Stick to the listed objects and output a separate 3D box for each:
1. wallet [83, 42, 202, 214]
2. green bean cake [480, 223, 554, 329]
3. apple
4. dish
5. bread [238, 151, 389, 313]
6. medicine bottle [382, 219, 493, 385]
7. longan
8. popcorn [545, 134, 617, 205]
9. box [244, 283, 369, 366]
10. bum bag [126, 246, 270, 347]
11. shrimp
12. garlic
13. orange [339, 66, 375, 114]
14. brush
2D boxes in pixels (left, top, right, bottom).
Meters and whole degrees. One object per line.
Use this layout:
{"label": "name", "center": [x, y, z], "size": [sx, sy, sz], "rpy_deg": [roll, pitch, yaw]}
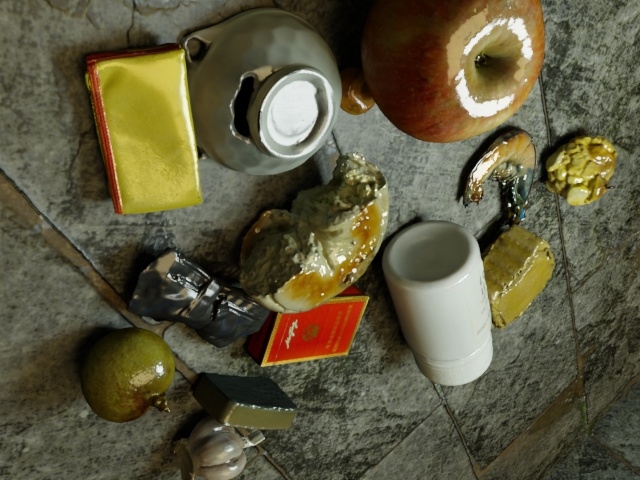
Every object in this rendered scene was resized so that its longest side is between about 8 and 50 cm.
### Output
{"label": "wallet", "center": [-0.256, -0.158, 0.971], "size": [0.141, 0.067, 0.241], "rpy_deg": [-13, 122, -20]}
{"label": "green bean cake", "center": [0.466, 0.094, 1.666], "size": [0.230, 0.131, 0.224], "rpy_deg": [-48, 148, -5]}
{"label": "apple", "center": [0.197, -0.308, 1.060], "size": [0.301, 0.301, 0.301], "rpy_deg": [-21, 129, -28]}
{"label": "dish", "center": [-0.069, -0.214, 1.046], "size": [0.303, 0.120, 0.303], "rpy_deg": [-21, 129, -29]}
{"label": "bread", "center": [0.004, -0.001, 1.210], "size": [0.314, 0.171, 0.192], "rpy_deg": [-49, 140, 0]}
{"label": "medicine bottle", "center": [0.275, 0.149, 1.504], "size": [0.211, 0.211, 0.371], "rpy_deg": [-37, 135, -15]}
{"label": "longan", "center": [-0.311, 0.227, 1.102], "size": [0.145, 0.176, 0.155], "rpy_deg": [-21, 145, -47]}
{"label": "popcorn", "center": [0.637, -0.172, 1.649], "size": [0.140, 0.163, 0.194], "rpy_deg": [86, 23, -57]}
{"label": "box", "center": [-0.026, 0.169, 1.373], "size": [0.239, 0.074, 0.153], "rpy_deg": [1, 120, -41]}
{"label": "bum bag", "center": [-0.208, 0.114, 1.172], "size": [0.137, 0.074, 0.310], "rpy_deg": [-43, 136, 11]}
{"label": "shrimp", "center": [0.418, -0.116, 1.559], "size": [0.222, 0.054, 0.290], "rpy_deg": [-32, 134, -19]}
{"label": "garlic", "center": [-0.189, 0.424, 1.359], "size": [0.194, 0.131, 0.127], "rpy_deg": [4, 143, -40]}
{"label": "orange", "center": [0.059, -0.260, 1.163], "size": [0.086, 0.062, 0.086], "rpy_deg": [-16, 114, -39]}
{"label": "brush", "center": [-0.146, 0.320, 1.331], "size": [0.197, 0.123, 0.059], "rpy_deg": [18, 102, -46]}
